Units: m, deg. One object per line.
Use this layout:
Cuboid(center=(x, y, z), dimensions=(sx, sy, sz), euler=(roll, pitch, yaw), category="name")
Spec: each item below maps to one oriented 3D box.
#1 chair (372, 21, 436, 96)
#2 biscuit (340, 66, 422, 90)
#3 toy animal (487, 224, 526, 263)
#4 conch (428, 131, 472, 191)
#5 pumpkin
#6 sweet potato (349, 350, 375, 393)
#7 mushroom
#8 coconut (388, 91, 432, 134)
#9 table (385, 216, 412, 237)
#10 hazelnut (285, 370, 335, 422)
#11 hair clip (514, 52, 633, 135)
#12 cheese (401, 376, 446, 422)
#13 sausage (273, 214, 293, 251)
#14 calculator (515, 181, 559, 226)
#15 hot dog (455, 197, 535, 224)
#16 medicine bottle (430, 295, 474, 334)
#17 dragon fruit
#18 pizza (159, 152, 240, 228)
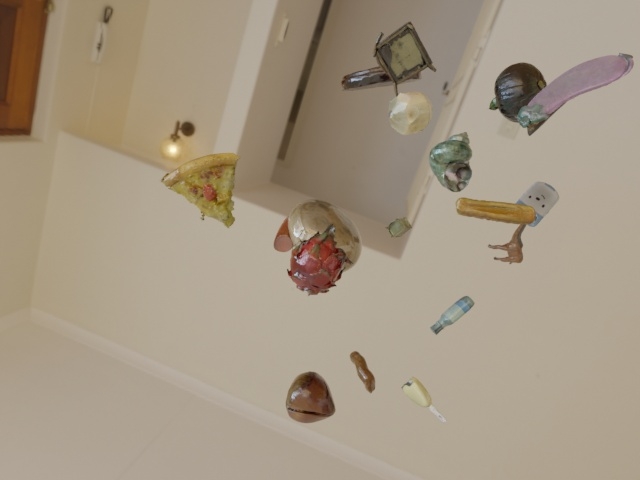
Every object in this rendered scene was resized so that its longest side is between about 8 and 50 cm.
Cuboid(center=(0.287, -0.653, 1.665), dimensions=(0.188, 0.166, 0.272), euler=(53, -162, -23), category="chair")
Cuboid(center=(0.301, -0.821, 2.357), dimensions=(0.408, 0.091, 0.407), euler=(-8, -165, 2), category="biscuit")
Cuboid(center=(0.849, 0.005, 2.076), dimensions=(0.066, 0.224, 0.230), euler=(-39, -168, -34), category="toy animal")
Cuboid(center=(0.609, -0.373, 2.160), dimensions=(0.221, 0.277, 0.195), euler=(20, 180, 3), category="conch")
Cuboid(center=(0.806, -0.598, 1.953), dimensions=(0.248, 0.247, 0.248), euler=(17, -164, -5), category="pumpkin")
Cuboid(center=(0.188, 0.561, 1.978), dimensions=(0.059, 0.067, 0.281), euler=(-16, -153, -9), category="sweet potato")
Cuboid(center=(0.000, 0.000, 2.032), dimensions=(0.362, 0.294, 0.362), euler=(34, -153, -20), category="mushroom")
Cuboid(center=(0.329, -0.484, 1.783), dimensions=(0.162, 0.160, 0.161), euler=(-8, -154, -21), category="coconut")
Cuboid(center=(0.351, -0.059, 2.116), dimensions=(0.083, 0.079, 0.062), euler=(-8, -119, -50), category="table")
Cuboid(center=(-0.032, 0.629, 1.859), dimensions=(0.208, 0.208, 0.208), euler=(17, -164, -5), category="hazelnut")
Cuboid(center=(0.747, -0.449, 1.404), dimensions=(0.095, 0.359, 0.110), euler=(50, -168, -11), category="hair clip")
Cuboid(center=(0.502, 0.768, 2.243), dimensions=(0.054, 0.127, 0.251), euler=(-34, -111, -32), category="cheese")
Cuboid(center=(-0.148, -0.048, 2.290), dimensions=(0.114, 0.113, 0.259), euler=(19, -145, 2), category="sausage")
Cuboid(center=(0.862, -0.146, 1.885), dimensions=(0.121, 0.210, 0.039), euler=(42, 168, 17), category="calculator")
Cuboid(center=(0.646, -0.111, 1.745), dimensions=(0.286, 0.087, 0.061), euler=(14, 179, 8), category="hot dog")
Cuboid(center=(0.551, 0.315, 1.972), dimensions=(0.053, 0.208, 0.090), euler=(50, 177, -1), category="medicine bottle")
Cuboid(center=(-0.007, 0.071, 1.641), dimensions=(0.192, 0.273, 0.193), euler=(26, -168, 41), category="dragon fruit")
Cuboid(center=(-0.369, -0.163, 1.652), dimensions=(0.280, 0.287, 0.075), euler=(-27, -150, -1), category="pizza")
